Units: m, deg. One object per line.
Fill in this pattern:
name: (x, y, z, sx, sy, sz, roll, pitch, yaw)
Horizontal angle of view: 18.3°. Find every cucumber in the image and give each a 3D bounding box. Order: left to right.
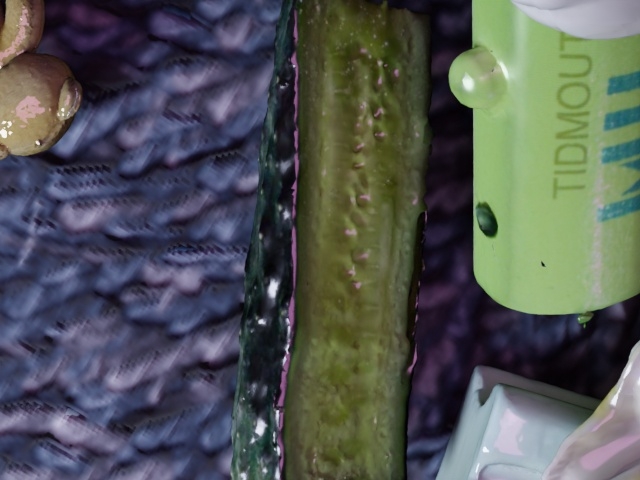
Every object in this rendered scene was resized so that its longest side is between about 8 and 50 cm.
cucumber: (0.000, 0.000, 0.841, 0.078, 0.062, 0.211, 3, 89, -34)

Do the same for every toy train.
toy train: (0.119, -0.082, 0.764, 0.157, 0.105, 0.253, -21, 130, -22)

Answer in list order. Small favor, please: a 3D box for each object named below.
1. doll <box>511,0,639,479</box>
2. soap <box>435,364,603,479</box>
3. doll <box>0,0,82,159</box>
doll: (0.228, -0.050, 0.694, 0.348, 0.161, 0.423, -17, 130, -5)
soap: (0.171, 0.167, 0.848, 0.265, 0.087, 0.159, 16, 94, -5)
doll: (-0.137, -0.078, 0.823, 0.061, 0.051, 0.093, -39, 95, 7)
